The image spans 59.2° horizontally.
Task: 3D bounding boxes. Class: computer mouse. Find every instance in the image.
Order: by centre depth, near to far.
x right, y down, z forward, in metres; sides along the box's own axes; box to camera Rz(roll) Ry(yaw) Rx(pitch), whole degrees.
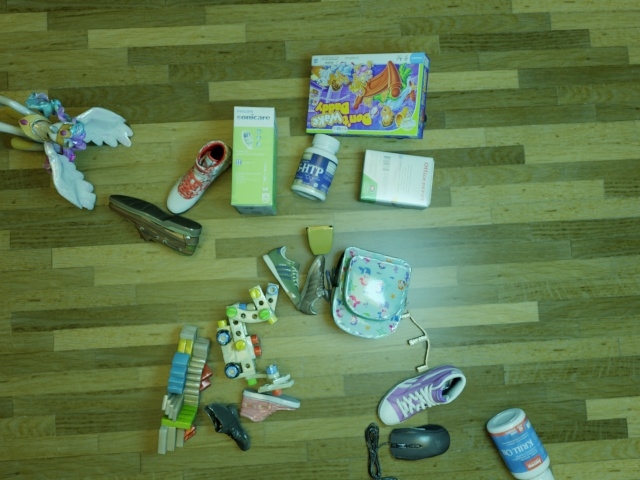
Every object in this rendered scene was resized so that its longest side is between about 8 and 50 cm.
[{"bbox_3d":[0.265,0.649,1.691,0.261,0.060,0.184,2,85,-2],"label":"computer mouse"}]

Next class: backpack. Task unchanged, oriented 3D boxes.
[{"bbox_3d":[0.143,0.160,1.649,0.225,0.191,0.254,15,88,-3],"label":"backpack"}]

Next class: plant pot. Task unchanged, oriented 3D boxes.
[{"bbox_3d":[0.000,0.000,1.725,0.081,0.081,0.084,-4,95,-3],"label":"plant pot"}]

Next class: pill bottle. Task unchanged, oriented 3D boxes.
[{"bbox_3d":[0.599,0.625,1.673,0.124,0.124,0.222,-29,87,-4],"label":"pill bottle"},{"bbox_3d":[-0.009,-0.224,1.724,0.111,0.112,0.187,19,85,-1],"label":"pill bottle"}]

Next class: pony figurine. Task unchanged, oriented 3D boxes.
[{"bbox_3d":[-0.762,-0.286,1.617,0.363,0.351,0.303,17,81,18],"label":"pony figurine"}]

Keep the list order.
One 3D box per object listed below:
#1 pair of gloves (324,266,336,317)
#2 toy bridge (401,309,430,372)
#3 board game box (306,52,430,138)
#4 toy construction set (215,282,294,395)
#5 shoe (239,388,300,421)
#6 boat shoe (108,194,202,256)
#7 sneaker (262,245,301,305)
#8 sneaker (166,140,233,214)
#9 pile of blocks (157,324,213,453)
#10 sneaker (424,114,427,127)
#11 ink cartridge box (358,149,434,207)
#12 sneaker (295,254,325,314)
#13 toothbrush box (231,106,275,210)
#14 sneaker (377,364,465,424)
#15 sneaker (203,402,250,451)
[{"bbox_3d":[0.095,0.161,1.743,0.198,0.023,0.160,-2,84,-3],"label":"pair of gloves"},{"bbox_3d":[0.300,0.305,1.737,0.063,0.026,0.188,-16,86,-6],"label":"toy bridge"},{"bbox_3d":[0.138,-0.428,1.682,0.346,0.078,0.234,6,94,22],"label":"board game box"},{"bbox_3d":[-0.192,0.302,1.665,0.214,0.151,0.328,-14,75,-1],"label":"toy construction set"},{"bbox_3d":[-0.153,0.502,1.688,0.177,0.063,0.081,10,86,4],"label":"shoe"},{"bbox_3d":[-0.509,-0.043,1.691,0.307,0.110,0.105,23,108,12],"label":"boat shoe"},{"bbox_3d":[-0.095,0.097,1.702,0.086,0.064,0.192,-33,67,-7],"label":"sneaker"},{"bbox_3d":[-0.373,-0.193,1.691,0.270,0.145,0.090,-44,88,-5],"label":"sneaker"},{"bbox_3d":[-0.381,0.435,1.639,0.112,0.149,0.363,9,85,-1],"label":"pile of blocks"},{"bbox_3d":[0.223,-0.447,1.775,0.124,0.107,0.283,-26,78,-33],"label":"sneaker"},{"bbox_3d":[0.232,-0.185,1.741,0.212,0.093,0.155,7,86,0],"label":"ink cartridge box"},{"bbox_3d":[-0.011,0.137,1.709,0.071,0.066,0.189,24,102,12],"label":"sneaker"},{"bbox_3d":[-0.191,-0.228,1.671,0.122,0.206,0.284,2,86,-1],"label":"toothbrush box"},{"bbox_3d":[0.297,0.458,1.659,0.282,0.161,0.102,-33,89,-3],"label":"sneaker"},{"bbox_3d":[-0.275,0.553,1.662,0.051,0.089,0.170,-29,80,36],"label":"sneaker"}]
